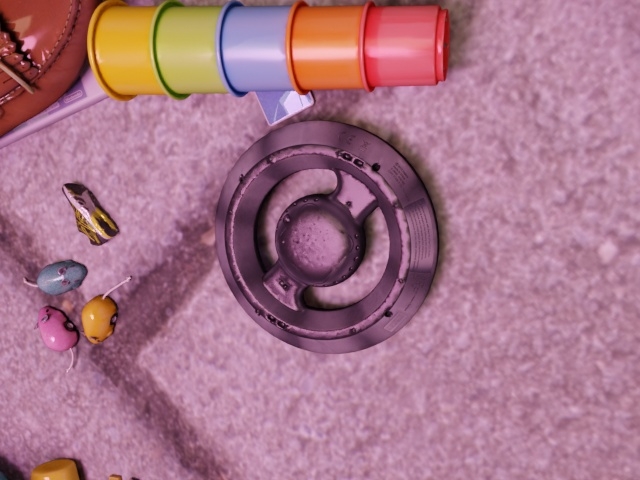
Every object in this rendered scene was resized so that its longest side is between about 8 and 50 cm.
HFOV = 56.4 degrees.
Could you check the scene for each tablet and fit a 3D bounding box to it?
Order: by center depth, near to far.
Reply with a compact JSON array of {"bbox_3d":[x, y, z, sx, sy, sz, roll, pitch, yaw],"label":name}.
[{"bbox_3d":[-0.044,-0.160,0.584,0.054,0.006,0.083,-23,94,23],"label":"tablet"}]

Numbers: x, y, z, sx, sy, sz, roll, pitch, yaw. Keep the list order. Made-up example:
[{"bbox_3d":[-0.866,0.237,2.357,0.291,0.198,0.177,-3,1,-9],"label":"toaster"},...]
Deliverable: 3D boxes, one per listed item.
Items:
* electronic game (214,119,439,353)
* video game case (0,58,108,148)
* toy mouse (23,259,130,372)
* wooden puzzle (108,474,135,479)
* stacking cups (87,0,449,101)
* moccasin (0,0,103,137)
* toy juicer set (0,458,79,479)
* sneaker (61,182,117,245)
[{"bbox_3d":[0.000,0.000,0.580,0.229,0.048,0.230,4,102,20],"label":"electronic game"},{"bbox_3d":[-0.339,-0.218,0.670,0.201,0.023,0.184,-17,95,23],"label":"video game case"},{"bbox_3d":[-0.316,0.081,0.722,0.143,0.031,0.161,29,110,12],"label":"toy mouse"},{"bbox_3d":[-0.220,0.343,0.754,0.116,0.014,0.079,10,105,18],"label":"wooden puzzle"},{"bbox_3d":[-0.046,-0.166,0.539,0.315,0.096,0.096,6,104,14],"label":"stacking cups"},{"bbox_3d":[-0.370,-0.176,0.598,0.379,0.147,0.139,-23,93,22],"label":"moccasin"},{"bbox_3d":[-0.485,0.345,0.747,0.328,0.209,0.090,-4,92,20],"label":"toy juicer set"},{"bbox_3d":[-0.271,-0.028,0.682,0.035,0.031,0.083,-40,86,23],"label":"sneaker"}]
